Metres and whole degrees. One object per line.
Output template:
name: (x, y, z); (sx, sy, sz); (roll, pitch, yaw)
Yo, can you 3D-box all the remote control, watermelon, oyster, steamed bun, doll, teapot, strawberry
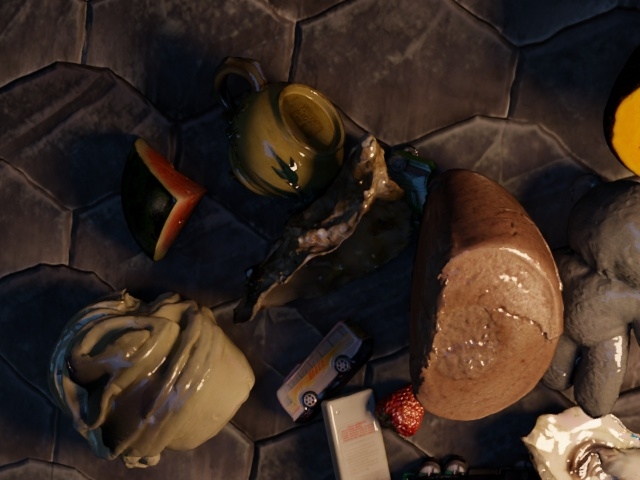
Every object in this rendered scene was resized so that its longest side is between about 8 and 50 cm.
remote control: (0.057, 0.324, 1.797); (0.087, 0.029, 0.190); (-15, 96, -27)
watermelon: (-0.263, -0.073, 1.814); (0.145, 0.137, 0.193); (39, 148, 6)
oyster: (0.025, -0.008, 1.693); (0.396, 0.204, 0.111); (-47, 58, 35)
steamed bun: (-0.278, 0.209, 1.809); (0.320, 0.206, 0.275); (-22, 90, 14)
steamed bun: (0.228, 0.073, 1.615); (0.199, 0.251, 0.301); (6, 122, -2)
doll: (0.403, 0.069, 1.645); (0.246, 0.158, 0.340); (28, 123, 42)
oyster: (0.391, 0.336, 1.675); (0.223, 0.214, 0.083); (65, 152, 23)
teapot: (-0.073, -0.140, 1.727); (0.269, 0.173, 0.182); (50, 131, -2)
strawberry: (0.126, 0.251, 1.775); (0.073, 0.073, 0.083); (44, 74, 6)

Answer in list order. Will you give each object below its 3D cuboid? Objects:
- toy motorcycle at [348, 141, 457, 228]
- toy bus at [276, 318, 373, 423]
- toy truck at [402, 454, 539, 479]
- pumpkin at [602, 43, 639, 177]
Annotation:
toy motorcycle: (0.124, -0.077, 1.726); (0.190, 0.074, 0.106); (19, 111, 12)
toy bus: (0.006, 0.197, 1.803); (0.072, 0.057, 0.172); (46, 107, 15)
toy truck: (0.226, 0.392, 1.746); (0.216, 0.110, 0.116); (-5, 109, 16)
pumpkin: (0.530, -0.185, 1.492); (0.325, 0.232, 0.242); (24, 143, -3)
